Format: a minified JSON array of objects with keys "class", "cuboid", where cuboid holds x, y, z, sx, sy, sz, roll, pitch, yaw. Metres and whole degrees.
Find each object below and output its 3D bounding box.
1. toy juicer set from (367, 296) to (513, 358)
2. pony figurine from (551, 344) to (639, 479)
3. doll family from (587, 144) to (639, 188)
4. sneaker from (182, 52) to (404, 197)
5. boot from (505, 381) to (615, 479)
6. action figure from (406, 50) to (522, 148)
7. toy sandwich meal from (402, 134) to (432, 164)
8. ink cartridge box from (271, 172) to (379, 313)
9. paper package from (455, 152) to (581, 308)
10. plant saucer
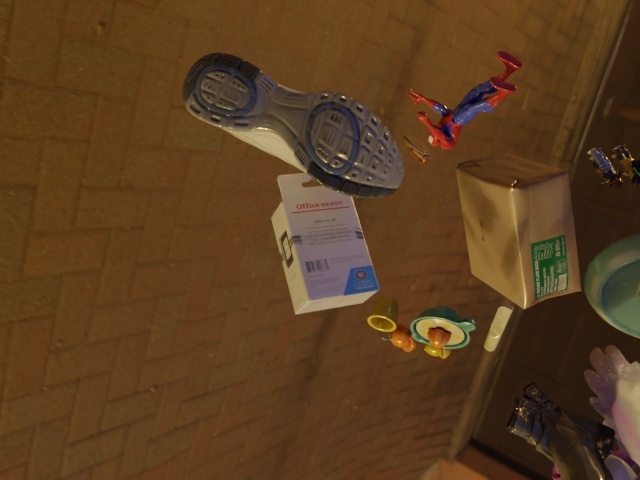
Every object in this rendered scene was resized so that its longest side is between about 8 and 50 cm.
[{"class":"toy juicer set","cuboid":[0.286,0.225,1.426,0.209,0.329,0.089,61,39,-43]},{"class":"pony figurine","cuboid":[0.500,0.408,1.046,0.364,0.351,0.302,-33,160,-31]},{"class":"doll family","cuboid":[0.714,-0.169,1.482,0.193,0.111,0.076,-11,157,-22]},{"class":"sneaker","cuboid":[-0.026,-0.144,0.796,0.111,0.297,0.129,-61,174,2]},{"class":"boot","cuboid":[0.358,0.329,0.959,0.246,0.161,0.083,-36,150,-58]},{"class":"action figure","cuboid":[0.242,-0.261,1.167,0.280,0.139,0.091,127,-13,-67]},{"class":"toy sandwich meal","cuboid":[0.213,-0.204,1.385,0.086,0.085,0.029,-6,136,-57]},{"class":"ink cartridge box","cuboid":[0.000,0.000,0.838,0.104,0.180,0.060,-7,159,-23]},{"class":"paper package","cuboid":[0.500,-0.035,1.588,0.168,0.309,0.324,-15,109,-8]},{"class":"plant saucer","cuboid":[0.715,0.113,1.282,0.317,0.318,0.043,82,27,-43]}]
